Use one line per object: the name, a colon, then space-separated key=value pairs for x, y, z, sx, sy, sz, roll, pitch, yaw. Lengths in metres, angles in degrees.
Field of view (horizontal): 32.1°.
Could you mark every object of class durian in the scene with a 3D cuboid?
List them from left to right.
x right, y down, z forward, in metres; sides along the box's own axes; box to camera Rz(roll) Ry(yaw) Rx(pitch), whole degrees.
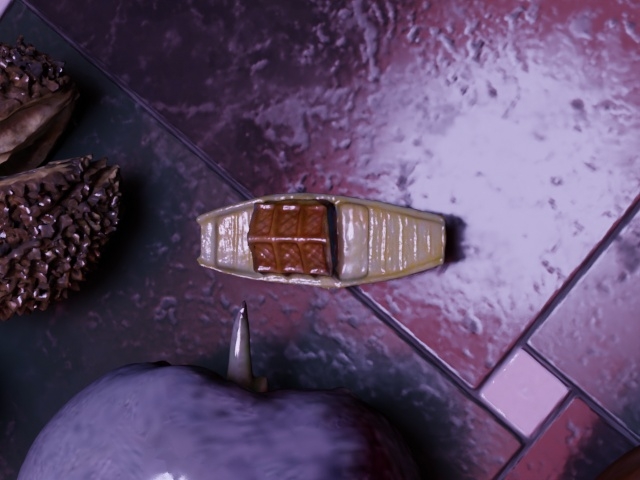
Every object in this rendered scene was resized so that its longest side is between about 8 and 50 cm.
durian: x=-0.235 y=-0.038 z=0.750 sx=0.196 sy=0.167 sz=0.196 roll=4 pitch=64 yaw=-7

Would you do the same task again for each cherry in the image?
cherry: x=-0.063 y=0.185 z=0.673 sx=0.254 sy=0.218 sz=0.296 roll=8 pitch=68 yaw=5

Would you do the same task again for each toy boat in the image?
toy boat: x=0.000 y=0.000 z=0.738 sx=0.172 sy=0.066 sz=0.065 roll=1 pitch=88 yaw=16

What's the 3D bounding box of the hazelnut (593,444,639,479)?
hazelnut: x=0.232 y=0.233 z=0.526 sx=0.315 sy=0.372 sz=0.372 roll=12 pitch=94 yaw=28
